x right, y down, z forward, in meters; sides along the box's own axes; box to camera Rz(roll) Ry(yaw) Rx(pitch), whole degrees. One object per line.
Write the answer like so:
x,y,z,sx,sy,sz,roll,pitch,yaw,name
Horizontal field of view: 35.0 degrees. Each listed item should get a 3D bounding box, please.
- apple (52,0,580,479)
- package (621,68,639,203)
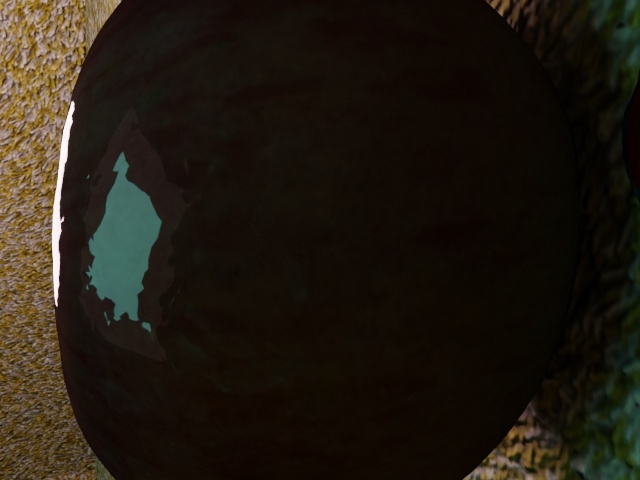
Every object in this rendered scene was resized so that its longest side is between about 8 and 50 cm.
0.000,0.000,0.579,0.345,0.269,0.345,-178,90,-90,apple
0.142,-0.072,0.332,0.269,0.071,0.194,-101,19,-60,package
